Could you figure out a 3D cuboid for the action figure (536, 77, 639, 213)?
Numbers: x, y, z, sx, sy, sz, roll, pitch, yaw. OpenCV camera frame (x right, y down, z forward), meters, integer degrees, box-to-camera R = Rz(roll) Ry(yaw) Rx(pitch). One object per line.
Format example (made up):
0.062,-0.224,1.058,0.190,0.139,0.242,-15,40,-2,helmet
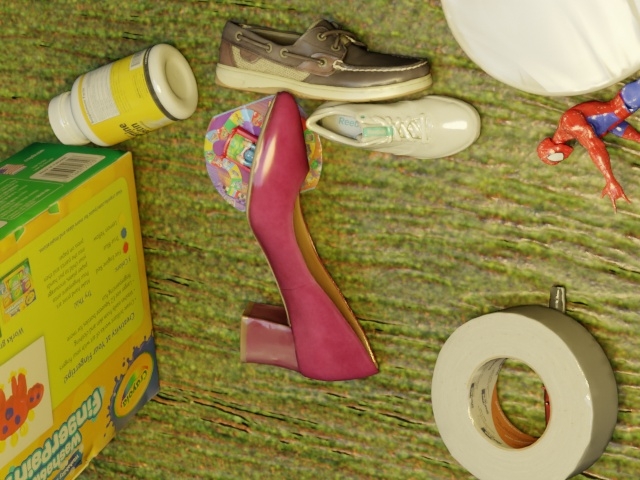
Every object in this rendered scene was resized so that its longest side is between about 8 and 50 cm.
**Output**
0.380,-0.137,1.382,0.280,0.091,0.139,-30,88,23,action figure

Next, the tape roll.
0.243,0.190,1.487,0.219,0.072,0.219,5,97,38,tape roll

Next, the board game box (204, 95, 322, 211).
-0.082,-0.112,1.601,0.169,0.033,0.133,-17,96,23,board game box

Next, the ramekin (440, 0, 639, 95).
0.278,-0.298,1.367,0.273,0.127,0.273,5,103,21,ramekin

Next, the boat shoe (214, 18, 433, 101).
-0.001,-0.224,1.509,0.285,0.103,0.092,7,109,26,boat shoe

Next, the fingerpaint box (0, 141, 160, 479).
-0.388,0.128,1.516,0.163,0.445,0.371,7,117,21,fingerpaint box

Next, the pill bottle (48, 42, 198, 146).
-0.261,-0.183,1.617,0.184,0.103,0.103,-17,95,24,pill bottle

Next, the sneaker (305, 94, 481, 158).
0.085,-0.135,1.497,0.212,0.094,0.080,3,101,21,sneaker

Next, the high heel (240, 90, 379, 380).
0.000,0.000,1.541,0.181,0.127,0.377,7,118,5,high heel

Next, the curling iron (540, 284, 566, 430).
0.276,0.189,1.526,0.068,0.035,0.274,11,106,19,curling iron
